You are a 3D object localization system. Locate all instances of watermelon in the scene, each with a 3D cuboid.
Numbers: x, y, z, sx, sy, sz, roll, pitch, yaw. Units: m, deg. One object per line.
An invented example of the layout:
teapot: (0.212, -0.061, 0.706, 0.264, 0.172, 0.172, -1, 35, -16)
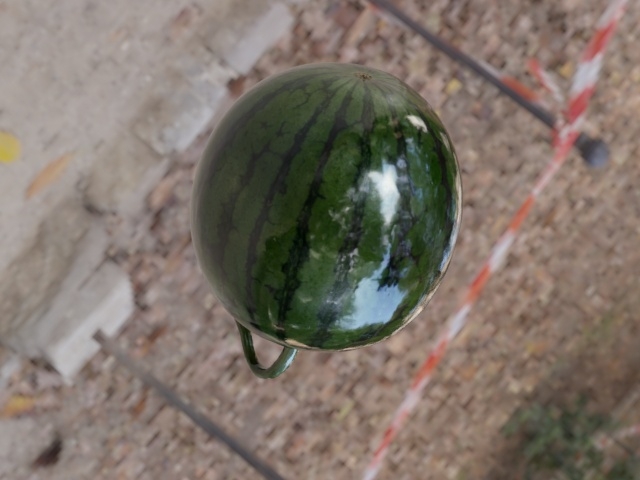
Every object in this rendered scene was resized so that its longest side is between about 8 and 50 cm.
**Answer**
watermelon: (0.000, 0.000, 0.778, 0.141, 0.141, 0.187, -33, 143, -50)
